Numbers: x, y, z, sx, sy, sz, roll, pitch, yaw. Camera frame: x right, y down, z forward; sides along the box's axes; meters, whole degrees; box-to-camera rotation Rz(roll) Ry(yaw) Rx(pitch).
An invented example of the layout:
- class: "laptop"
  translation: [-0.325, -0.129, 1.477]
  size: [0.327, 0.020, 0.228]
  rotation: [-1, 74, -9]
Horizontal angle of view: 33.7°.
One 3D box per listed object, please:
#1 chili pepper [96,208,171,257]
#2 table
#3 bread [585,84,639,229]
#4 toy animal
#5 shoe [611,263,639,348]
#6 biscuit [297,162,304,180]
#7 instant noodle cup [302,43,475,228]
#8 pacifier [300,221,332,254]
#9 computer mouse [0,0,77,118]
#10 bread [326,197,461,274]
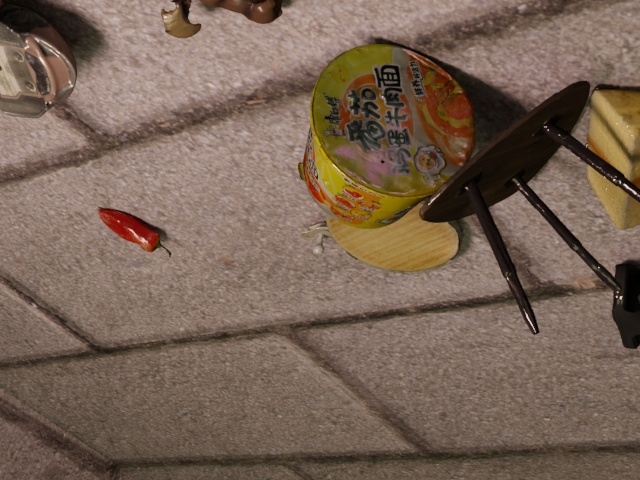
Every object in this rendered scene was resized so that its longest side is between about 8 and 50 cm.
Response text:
- class: "chili pepper"
  translation: [-0.398, -0.019, 2.264]
  size: [0.191, 0.050, 0.059]
  rotation: [32, 150, 1]
- class: "table"
  translation: [0.364, -0.041, 1.569]
  size: [0.249, 0.317, 0.317]
  rotation: [53, 152, 18]
- class: "bread"
  translation: [0.521, -0.149, 1.636]
  size: [0.178, 0.135, 0.240]
  rotation: [-20, 142, -3]
- class: "toy animal"
  translation: [-0.161, -0.368, 1.582]
  size: [0.214, 0.094, 0.186]
  rotation: [17, 157, -13]
- class: "shoe"
  translation: [0.593, 0.122, 1.942]
  size: [0.093, 0.108, 0.241]
  rotation: [1, 151, 23]
- class: "biscuit"
  translation: [0.096, -0.120, 1.891]
  size: [0.291, 0.026, 0.048]
  rotation: [4, 152, 22]
- class: "instant noodle cup"
  translation: [0.087, -0.146, 1.661]
  size: [0.264, 0.264, 0.200]
  rotation: [22, 155, -6]
- class: "pacifier"
  translation: [0.000, 0.000, 2.084]
  size: [0.083, 0.064, 0.068]
  rotation: [-16, 152, 42]
- class: "computer mouse"
  translation: [-0.561, -0.331, 1.822]
  size: [0.389, 0.115, 0.200]
  rotation: [15, 133, 26]
- class: "bread"
  translation: [0.139, -0.023, 1.996]
  size: [0.266, 0.041, 0.267]
  rotation: [11, 147, 7]
